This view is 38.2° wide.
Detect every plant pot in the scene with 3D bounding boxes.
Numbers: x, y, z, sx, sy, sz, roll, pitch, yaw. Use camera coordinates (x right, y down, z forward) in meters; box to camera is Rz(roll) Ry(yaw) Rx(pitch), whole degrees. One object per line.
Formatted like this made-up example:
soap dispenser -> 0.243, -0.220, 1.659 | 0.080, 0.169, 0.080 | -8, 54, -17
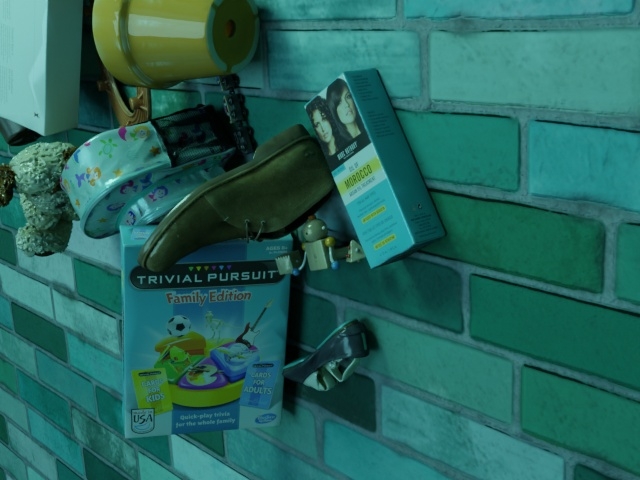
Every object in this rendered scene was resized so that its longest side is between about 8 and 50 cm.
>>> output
plant pot -> -0.639, -0.299, 1.961 | 0.167, 0.167, 0.165 | -30, 85, 51
plant pot -> -0.202, -0.323, 1.390 | 0.188, 0.205, 0.205 | 14, 113, 30

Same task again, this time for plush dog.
plush dog -> -0.478, -0.111, 1.707 | 0.225, 0.262, 0.211 | 70, -179, -72

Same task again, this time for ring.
ring -> -0.366, -0.330, 1.636 | 0.336, 0.032, 0.337 | 48, 147, 47

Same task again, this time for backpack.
backpack -> -0.278, -0.094, 1.484 | 0.225, 0.253, 0.191 | -44, 66, 53

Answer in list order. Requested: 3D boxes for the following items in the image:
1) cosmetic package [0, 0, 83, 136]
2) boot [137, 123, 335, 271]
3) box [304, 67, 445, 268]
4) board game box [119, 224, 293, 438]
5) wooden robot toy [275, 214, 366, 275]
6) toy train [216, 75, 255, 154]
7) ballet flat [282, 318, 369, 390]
cosmetic package -> -0.575, -0.419, 1.723 | 0.284, 0.097, 0.377 | 25, 120, 27
boot -> -0.113, -0.035, 1.297 | 0.115, 0.305, 0.112 | 53, 170, 8
box -> 0.069, -0.095, 1.221 | 0.100, 0.060, 0.244 | -33, 76, 50
board game box -> -0.182, 0.141, 1.448 | 0.079, 0.253, 0.336 | -122, 33, -62
wooden robot toy -> 0.000, 0.000, 1.321 | 0.173, 0.076, 0.079 | -10, 100, 51
toy train -> -0.138, -0.212, 1.468 | 0.036, 0.027, 0.158 | -17, 89, 63
ballet flat -> 0.009, 0.185, 1.383 | 0.203, 0.074, 0.074 | -41, 70, 47
